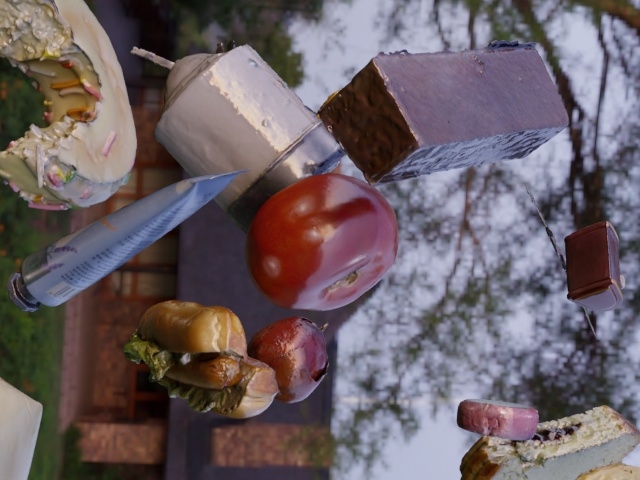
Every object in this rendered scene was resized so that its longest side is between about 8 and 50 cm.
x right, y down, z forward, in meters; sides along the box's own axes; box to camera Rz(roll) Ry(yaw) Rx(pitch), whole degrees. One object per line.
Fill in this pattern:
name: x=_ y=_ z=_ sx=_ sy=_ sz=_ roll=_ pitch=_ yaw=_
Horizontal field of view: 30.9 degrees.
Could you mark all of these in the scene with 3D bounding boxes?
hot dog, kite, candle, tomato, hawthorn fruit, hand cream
hot dog: x=-0.153 y=0.140 z=1.364 sx=0.135 sy=0.100 sz=0.337 roll=56 pitch=-18 yaw=-15
kite: x=0.440 y=0.024 z=2.128 sx=0.323 sy=0.013 sz=0.268 roll=68 pitch=10 yaw=16
candle: x=-0.126 y=-0.162 z=1.534 sx=0.187 sy=0.330 sz=0.187 roll=-44 pitch=178 yaw=-2
tomato: x=0.000 y=0.000 z=1.373 sx=0.136 sy=0.195 sz=0.195 roll=61 pitch=-18 yaw=22
hawthorn fruit: x=-0.048 y=0.205 z=2.068 sx=0.148 sy=0.172 sz=0.148 roll=41 pitch=-27 yaw=27
hand cream: x=-0.193 y=-0.006 z=1.126 sx=0.058 sy=0.271 sz=0.091 roll=63 pitch=22 yaw=4

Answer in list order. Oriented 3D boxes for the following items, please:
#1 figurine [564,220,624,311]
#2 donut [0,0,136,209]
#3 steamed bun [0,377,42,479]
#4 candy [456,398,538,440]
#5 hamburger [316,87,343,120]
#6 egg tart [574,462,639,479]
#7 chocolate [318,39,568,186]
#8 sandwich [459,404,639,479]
figurine: x=0.445 y=0.039 z=1.829 sx=0.082 sy=0.098 sz=0.154 roll=-26 pitch=-137 yaw=37
donut: x=-0.421 y=-0.222 z=1.861 sx=0.307 sy=0.150 sz=0.371 roll=25 pitch=53 yaw=-66
steamed bun: x=-0.429 y=0.223 z=1.282 sx=0.154 sy=0.250 sz=0.200 roll=-4 pitch=-112 yaw=48
candy: x=0.223 y=0.226 z=1.461 sx=0.103 sy=0.103 sz=0.043 roll=159 pitch=-62 yaw=-84
hamburger: x=0.026 y=-0.220 z=2.194 sx=0.126 sy=0.081 sz=0.141 roll=-12 pitch=124 yaw=-79
egg tart: x=0.365 y=0.471 z=1.665 sx=0.132 sy=0.345 sz=0.346 roll=20 pitch=-71 yaw=53
chocolate: x=0.151 y=-0.138 z=1.259 sx=0.112 sy=0.321 sz=0.112 roll=-41 pitch=-108 yaw=38
sandwich: x=0.410 y=0.397 z=2.100 sx=0.288 sy=0.254 sz=0.100 roll=-50 pitch=-151 yaw=11
